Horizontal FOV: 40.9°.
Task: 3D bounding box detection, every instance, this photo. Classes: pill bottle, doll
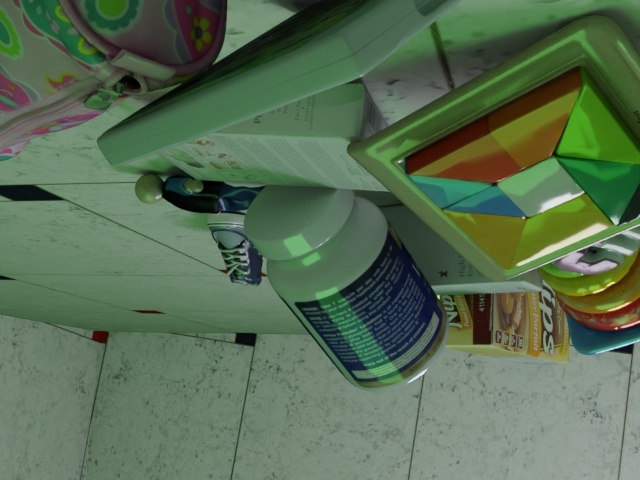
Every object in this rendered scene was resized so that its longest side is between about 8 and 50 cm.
[{"bbox_3d":[0.032,0.044,0.997,0.153,0.153,0.264,-6,135,36],"label":"pill bottle"},{"bbox_3d":[-0.131,-0.055,1.044,0.189,0.046,0.129,3,168,-1],"label":"doll"}]

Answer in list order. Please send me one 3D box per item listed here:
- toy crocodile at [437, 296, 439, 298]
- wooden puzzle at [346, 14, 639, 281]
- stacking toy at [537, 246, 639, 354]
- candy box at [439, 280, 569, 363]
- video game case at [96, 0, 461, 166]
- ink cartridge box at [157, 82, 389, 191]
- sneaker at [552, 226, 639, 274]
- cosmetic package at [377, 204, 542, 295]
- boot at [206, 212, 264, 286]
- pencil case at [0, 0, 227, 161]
[{"bbox_3d":[0.275,0.102,1.613,0.341,0.105,0.115,9,125,-26],"label":"toy crocodile"},{"bbox_3d":[0.175,-0.051,0.693,0.239,0.044,0.221,-23,134,35],"label":"wooden puzzle"},{"bbox_3d":[0.289,-0.010,0.972,0.166,0.175,0.302,-28,136,31],"label":"stacking toy"},{"bbox_3d":[0.281,0.082,1.273,0.088,0.182,0.316,-4,167,34],"label":"candy box"},{"bbox_3d":[0.000,-0.113,0.473,0.212,0.023,0.193,-10,-155,48],"label":"video game case"},{"bbox_3d":[-0.048,-0.097,0.822,0.225,0.056,0.181,6,170,17],"label":"ink cartridge box"},{"bbox_3d":[0.295,-0.066,0.785,0.095,0.104,0.236,14,142,-31],"label":"sneaker"},{"bbox_3d":[0.168,0.010,1.121,0.231,0.117,0.085,-6,165,33],"label":"cosmetic package"},{"bbox_3d":[-0.122,0.016,1.292,0.069,0.086,0.190,0,168,16],"label":"boot"},{"bbox_3d":[-0.175,-0.122,0.535,0.124,0.124,0.284,13,166,-42],"label":"pencil case"}]
